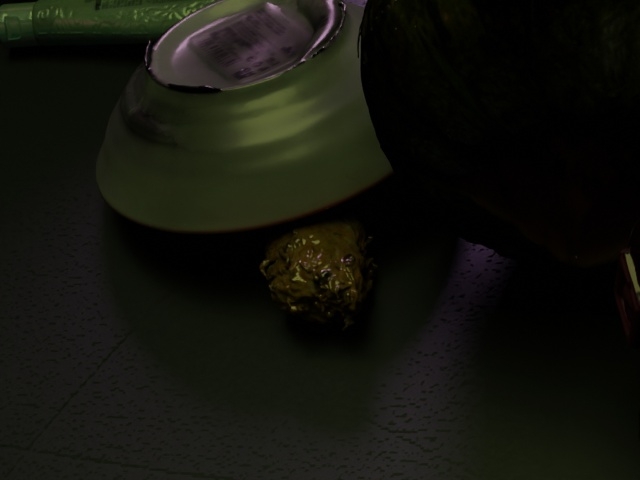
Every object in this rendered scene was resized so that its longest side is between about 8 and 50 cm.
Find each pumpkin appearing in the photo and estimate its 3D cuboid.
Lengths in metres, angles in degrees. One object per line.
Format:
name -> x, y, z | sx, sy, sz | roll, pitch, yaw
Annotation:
pumpkin -> 0.173, -0.103, 1.084 | 0.320, 0.320, 0.192 | 3, 59, 15

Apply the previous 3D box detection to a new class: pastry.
pastry -> 0.000, 0.000, 1.202 | 0.080, 0.056, 0.140 | 4, 38, 11

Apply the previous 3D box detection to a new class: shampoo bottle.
shampoo bottle -> -0.159, -0.175, 1.403 | 0.190, 0.041, 0.069 | -4, 40, 11

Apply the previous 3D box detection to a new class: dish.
dish -> -0.044, -0.113, 1.252 | 0.260, 0.085, 0.260 | -11, 33, 8

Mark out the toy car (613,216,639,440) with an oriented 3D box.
toy car -> 0.335, 0.062, 0.954 | 0.340, 0.271, 0.240 | -14, 65, 0
